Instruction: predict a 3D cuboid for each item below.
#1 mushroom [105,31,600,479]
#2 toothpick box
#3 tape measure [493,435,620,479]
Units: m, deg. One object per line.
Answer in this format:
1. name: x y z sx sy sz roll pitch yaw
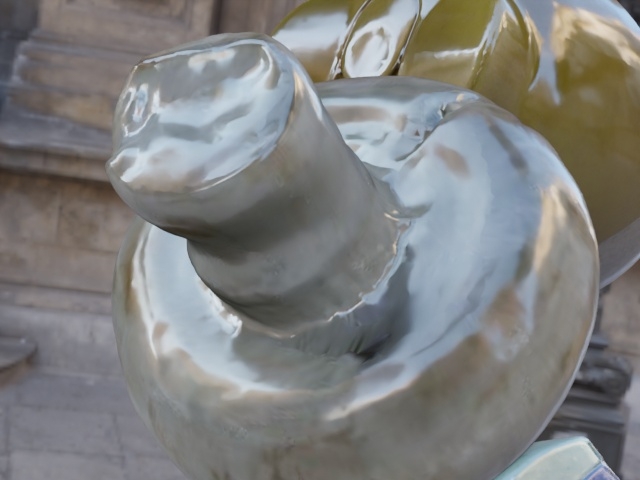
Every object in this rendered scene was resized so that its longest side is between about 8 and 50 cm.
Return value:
1. mushroom: 0.000 0.000 0.505 0.244 0.243 0.243 8 5 -1
2. toothpick box: 0.182 -0.127 1.268 0.409 0.409 0.425 13 -9 46
3. tape measure: 0.147 0.305 1.064 0.262 0.138 0.259 -14 -25 -42
